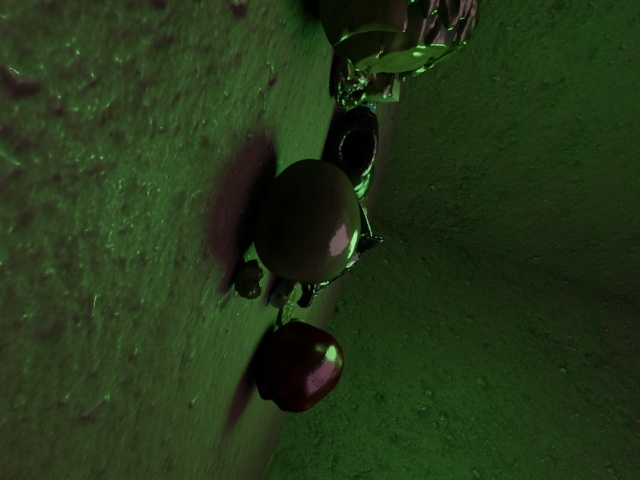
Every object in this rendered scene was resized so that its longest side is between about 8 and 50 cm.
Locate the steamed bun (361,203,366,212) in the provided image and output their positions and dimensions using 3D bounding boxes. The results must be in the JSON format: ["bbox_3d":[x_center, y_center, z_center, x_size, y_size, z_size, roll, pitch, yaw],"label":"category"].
[{"bbox_3d":[0.079,-0.034,1.921,0.283,0.177,0.282,15,90,-83],"label":"steamed bun"}]

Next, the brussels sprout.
[{"bbox_3d":[0.164,-0.561,1.001,0.425,0.343,0.360,-33,114,-80],"label":"brussels sprout"}]

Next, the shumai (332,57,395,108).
[{"bbox_3d":[0.135,-0.485,1.388,0.205,0.176,0.166,87,23,-57],"label":"shumai"}]

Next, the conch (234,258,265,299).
[{"bbox_3d":[-0.163,0.087,1.106,0.089,0.074,0.121,-39,-152,23],"label":"conch"}]

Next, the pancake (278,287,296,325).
[{"bbox_3d":[-0.124,0.253,1.790,0.158,0.028,0.158,16,90,-79],"label":"pancake"}]

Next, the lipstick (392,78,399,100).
[{"bbox_3d":[0.200,-0.564,1.655,0.371,0.080,0.076,-11,105,-66],"label":"lipstick"}]

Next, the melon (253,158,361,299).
[{"bbox_3d":[-0.029,-0.036,1.104,0.307,0.272,0.272,-66,172,12],"label":"melon"}]

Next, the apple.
[{"bbox_3d":[-0.076,0.441,1.654,0.317,0.288,0.288,-47,158,-35],"label":"apple"}]

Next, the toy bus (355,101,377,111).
[{"bbox_3d":[0.181,-0.530,1.856,0.167,0.073,0.076,-28,136,-76],"label":"toy bus"}]

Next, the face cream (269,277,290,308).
[{"bbox_3d":[-0.110,0.140,1.569,0.198,0.057,0.084,-62,166,-52],"label":"face cream"}]

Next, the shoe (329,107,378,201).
[{"bbox_3d":[0.111,-0.267,1.667,0.237,0.172,0.383,-68,171,-61],"label":"shoe"}]

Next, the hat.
[{"bbox_3d":[0.000,0.000,1.528,0.366,0.381,0.257,-36,-162,-24],"label":"hat"}]

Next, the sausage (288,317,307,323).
[{"bbox_3d":[-0.104,0.424,1.928,0.347,0.123,0.123,95,16,-52],"label":"sausage"}]
